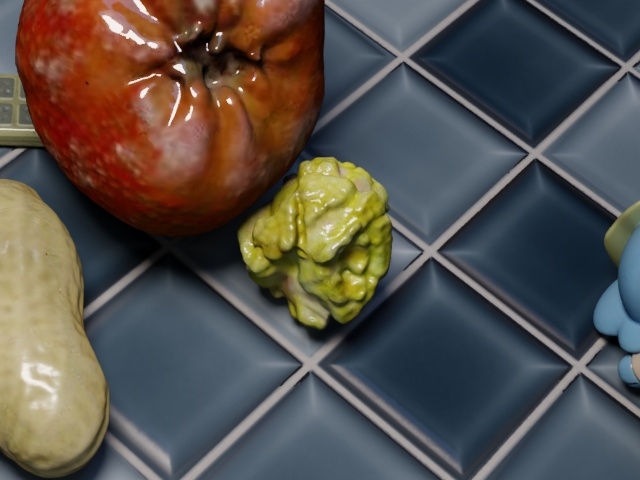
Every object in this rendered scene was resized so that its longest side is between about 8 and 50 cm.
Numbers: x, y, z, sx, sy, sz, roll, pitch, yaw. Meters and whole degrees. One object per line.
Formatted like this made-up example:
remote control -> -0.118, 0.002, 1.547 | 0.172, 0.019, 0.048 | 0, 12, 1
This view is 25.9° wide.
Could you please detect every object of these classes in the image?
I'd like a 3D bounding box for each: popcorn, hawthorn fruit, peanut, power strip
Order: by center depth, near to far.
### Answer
peanut -> -0.242, 0.064, 1.098 | 0.125, 0.111, 0.274 | -17, 55, -3
hawthorn fruit -> -0.115, -0.153, 1.141 | 0.284, 0.284, 0.284 | 5, 54, -7
popcorn -> 0.000, 0.000, 1.159 | 0.126, 0.145, 0.126 | 20, 60, 13
power strip -> -0.259, -0.119, 1.268 | 0.169, 0.028, 0.076 | 0, 54, -10

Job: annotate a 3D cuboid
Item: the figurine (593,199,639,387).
figurine -> 0.309, 0.053, 1.156 | 0.154, 0.180, 0.262 | 23, 46, -1
